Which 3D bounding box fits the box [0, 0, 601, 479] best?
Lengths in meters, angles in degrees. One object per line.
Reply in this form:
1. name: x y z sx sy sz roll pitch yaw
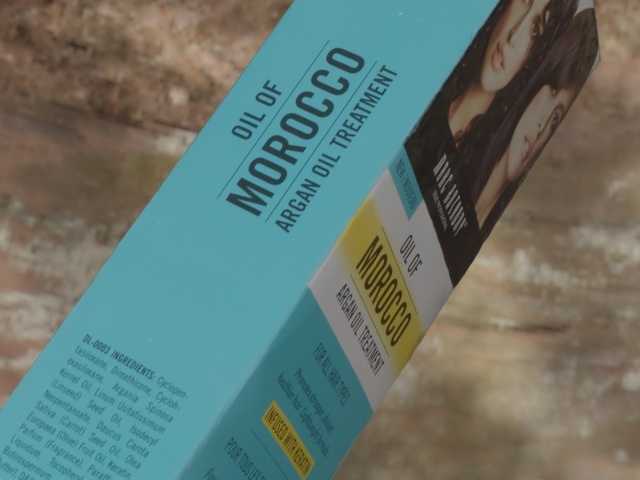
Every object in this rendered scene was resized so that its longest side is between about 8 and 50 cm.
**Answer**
1. box: 0.000 0.000 0.508 0.060 0.244 0.100 26 162 25
